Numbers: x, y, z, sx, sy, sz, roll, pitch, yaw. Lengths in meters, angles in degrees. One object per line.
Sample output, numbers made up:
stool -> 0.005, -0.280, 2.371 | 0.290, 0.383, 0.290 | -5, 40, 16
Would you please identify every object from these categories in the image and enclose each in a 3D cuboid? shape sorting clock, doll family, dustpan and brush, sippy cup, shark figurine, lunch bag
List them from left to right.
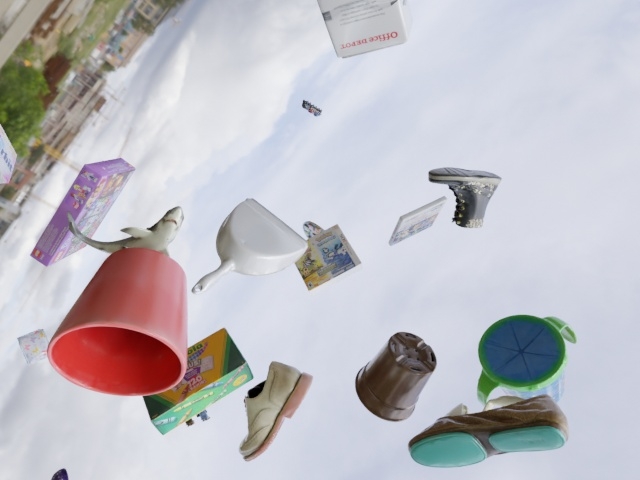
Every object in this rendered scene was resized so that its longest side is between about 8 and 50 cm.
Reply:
lunch bag -> -0.816, 0.301, 1.344 | 0.071, 0.083, 0.053 | -25, -164, -35
shark figurine -> -0.459, -0.011, 1.141 | 0.278, 0.166, 0.116 | -5, -147, -4
doll family -> -0.515, 0.679, 1.884 | 0.193, 0.111, 0.076 | -26, 178, 20
dustpan and brush -> -0.132, 0.022, 0.772 | 0.211, 0.147, 0.060 | -40, 165, -54
shape sorting clock -> 0.000, 0.000, 1.988 | 0.040, 0.206, 0.206 | -42, -152, -25
sippy cup -> 0.603, 0.373, 1.365 | 0.305, 0.224, 0.240 | -17, -141, 22

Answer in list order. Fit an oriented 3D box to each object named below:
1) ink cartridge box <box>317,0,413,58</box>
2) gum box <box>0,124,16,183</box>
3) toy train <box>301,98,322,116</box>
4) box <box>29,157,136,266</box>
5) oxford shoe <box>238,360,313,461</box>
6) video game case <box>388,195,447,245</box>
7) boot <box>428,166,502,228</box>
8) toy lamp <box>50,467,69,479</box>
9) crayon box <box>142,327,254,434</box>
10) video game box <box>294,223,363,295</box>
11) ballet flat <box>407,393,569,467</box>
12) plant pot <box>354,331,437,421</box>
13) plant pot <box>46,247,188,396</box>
ink cartridge box -> 0.104, -0.653, 1.222 | 0.211, 0.289, 0.122 | -3, -133, 25
gum box -> -0.843, -0.239, 1.185 | 0.188, 0.062, 0.107 | 99, -16, -51
toy train -> -0.033, -0.519, 1.852 | 0.027, 0.158, 0.036 | 24, -81, 22
box -> -0.630, -0.082, 1.259 | 0.293, 0.057, 0.201 | -52, -173, 13
oxford shoe -> -0.168, 0.507, 1.411 | 0.397, 0.146, 0.140 | -58, 179, 23
video game case -> 0.350, -0.069, 1.700 | 0.201, 0.183, 0.023 | -25, -114, -20
boot -> 0.426, -0.127, 1.440 | 0.085, 0.236, 0.179 | -115, -149, -59
toy lamp -> -0.710, 0.571, 1.025 | 0.080, 0.274, 0.080 | -8, -101, 47
crayon box -> -0.347, 0.382, 1.302 | 0.278, 0.081, 0.165 | -29, -139, -18
video game box -> 0.015, 0.063, 1.612 | 0.205, 0.048, 0.187 | -28, -124, -4
ballet flat -> 0.351, 0.400, 1.011 | 0.342, 0.116, 0.124 | -29, -163, 31
plant pot -> 0.190, 0.320, 1.140 | 0.167, 0.167, 0.165 | -104, -149, -50
plant pot -> -0.412, 0.166, 1.025 | 0.275, 0.275, 0.243 | -35, -143, 27
